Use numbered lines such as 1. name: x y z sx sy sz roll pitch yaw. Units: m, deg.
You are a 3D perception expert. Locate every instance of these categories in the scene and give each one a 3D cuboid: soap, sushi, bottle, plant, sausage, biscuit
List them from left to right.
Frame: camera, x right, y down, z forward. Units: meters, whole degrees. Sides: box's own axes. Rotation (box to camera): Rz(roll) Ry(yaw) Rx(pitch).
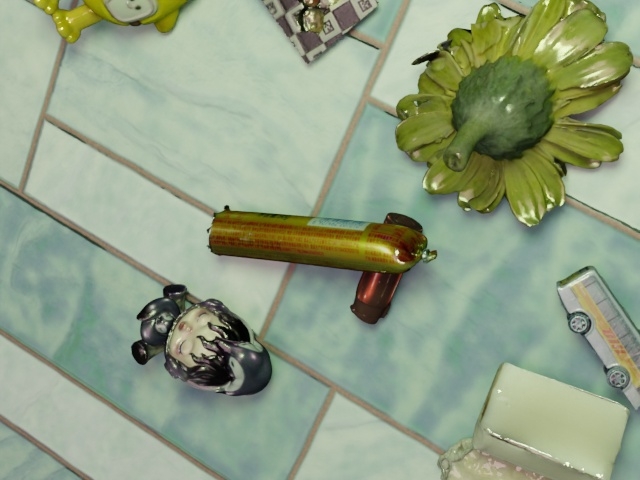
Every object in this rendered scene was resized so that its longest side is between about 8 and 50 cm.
1. sushi: -0.022 -0.370 1.238 0.139 0.031 0.201 -35 90 26
2. sausage: 0.000 0.000 1.250 0.371 0.082 0.082 6 105 34
3. bottle: 0.093 0.044 1.270 0.060 0.060 0.164 28 112 15
4. plant: 0.202 -0.170 1.105 0.261 0.297 0.306 50 137 39
5. biscuit: 0.257 0.360 1.282 0.188 0.040 0.265 20 109 16
6. soap: 0.309 0.251 1.185 0.183 0.121 0.064 19 147 19

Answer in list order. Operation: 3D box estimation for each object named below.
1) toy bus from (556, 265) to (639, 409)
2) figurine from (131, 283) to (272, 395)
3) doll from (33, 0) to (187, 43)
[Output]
1. toy bus: 0.383 0.125 1.163 0.075 0.064 0.190 -36 87 14
2. figurine: -0.179 0.173 1.383 0.222 0.145 0.145 22 110 27
3. doll: -0.242 -0.405 1.279 0.363 0.145 0.199 -22 128 17
